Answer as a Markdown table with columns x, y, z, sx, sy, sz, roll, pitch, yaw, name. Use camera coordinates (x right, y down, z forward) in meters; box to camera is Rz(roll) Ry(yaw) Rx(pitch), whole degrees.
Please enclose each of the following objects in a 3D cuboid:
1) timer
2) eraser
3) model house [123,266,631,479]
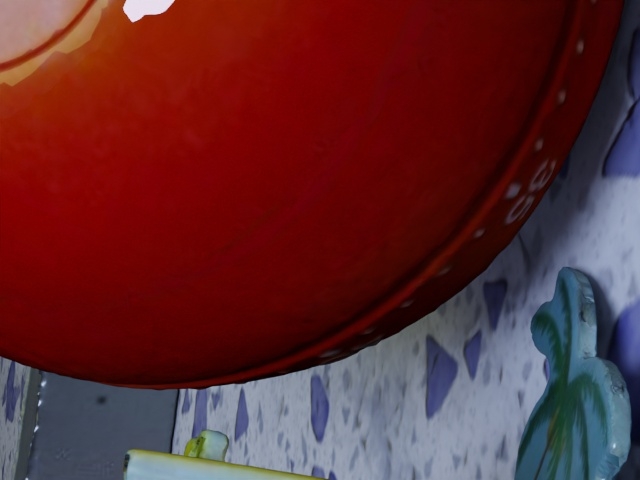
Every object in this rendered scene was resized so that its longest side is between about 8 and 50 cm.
| x | y | z | sx | sy | sz | roll | pitch | yaw | name |
| --- | --- | --- | --- | --- | --- | --- | --- | --- | --- |
| -0.064 | -0.127 | 0.732 | 0.279 | 0.378 | 0.378 | 7 | -90 | -64 | timer |
| -0.174 | 0.131 | 1.379 | 0.077 | 0.111 | 0.353 | -165 | 82 | -71 | eraser |
| -0.040 | 0.123 | 0.638 | 0.324 | 0.300 | 0.340 | 109 | 172 | -48 | model house |
